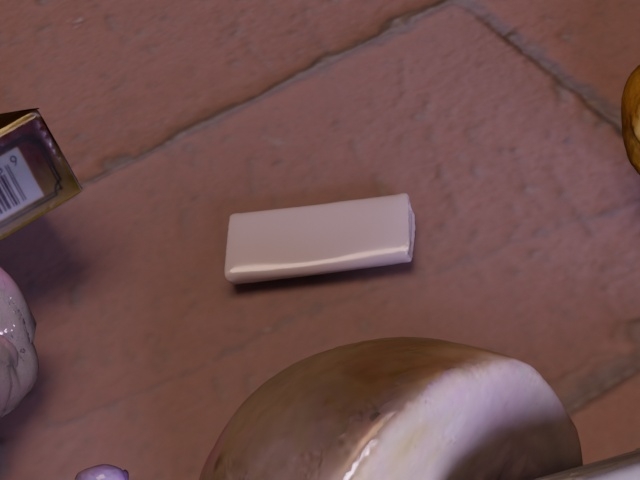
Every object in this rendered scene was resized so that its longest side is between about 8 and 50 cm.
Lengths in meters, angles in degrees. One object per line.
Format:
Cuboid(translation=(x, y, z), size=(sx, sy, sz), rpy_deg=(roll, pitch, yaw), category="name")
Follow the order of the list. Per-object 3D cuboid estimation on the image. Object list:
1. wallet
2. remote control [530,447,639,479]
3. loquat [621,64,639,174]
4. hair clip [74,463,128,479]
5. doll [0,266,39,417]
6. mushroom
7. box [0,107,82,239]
Cuboid(translation=(0.000, 0.000, 1.042), size=(0.122, 0.025, 0.061), rpy_deg=(-7, 39, 9), category="wallet")
Cuboid(translation=(0.138, 0.118, 0.762), size=(0.087, 0.029, 0.190), rpy_deg=(-22, -12, 40), category="remote control")
Cuboid(translation=(0.254, -0.071, 0.980), size=(0.137, 0.113, 0.137), rpy_deg=(1, 23, 0), category="loquat")
Cuboid(translation=(-0.139, 0.215, 0.718), size=(0.278, 0.137, 0.090), rpy_deg=(-46, 34, 27), category="hair clip")
Cuboid(translation=(-0.242, 0.097, 0.949), size=(0.149, 0.095, 0.192), rpy_deg=(-32, 15, 45), category="doll")
Cuboid(translation=(-0.006, 0.118, 0.796), size=(0.162, 0.173, 0.236), rpy_deg=(24, 54, 40), category="mushroom")
Cuboid(translation=(-0.290, -0.001, 1.054), size=(0.240, 0.071, 0.159), rpy_deg=(-33, 17, -19), category="box")
